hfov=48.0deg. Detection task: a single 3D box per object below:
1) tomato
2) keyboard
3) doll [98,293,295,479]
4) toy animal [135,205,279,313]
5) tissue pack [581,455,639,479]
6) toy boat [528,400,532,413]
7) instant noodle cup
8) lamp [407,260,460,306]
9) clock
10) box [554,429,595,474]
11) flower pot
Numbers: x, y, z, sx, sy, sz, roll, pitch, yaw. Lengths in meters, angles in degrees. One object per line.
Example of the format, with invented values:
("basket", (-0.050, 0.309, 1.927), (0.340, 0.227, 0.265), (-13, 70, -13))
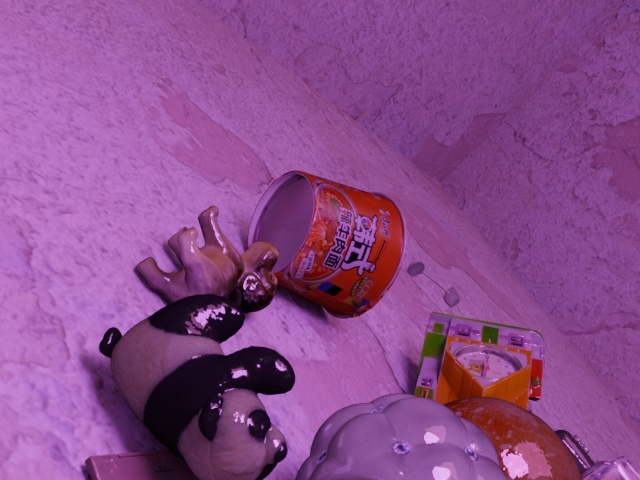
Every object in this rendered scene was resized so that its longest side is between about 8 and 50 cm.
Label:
("tomato", (0.238, 0.336, 0.987), (0.270, 0.222, 0.270), (41, -9, 8))
("keyboard", (-0.161, 0.233, 0.716), (0.166, 0.017, 0.055), (19, 35, -55))
("doll", (-0.120, 0.161, 0.744), (0.135, 0.143, 0.234), (-15, 45, -45))
("toy animal", (-0.149, 0.041, 1.035), (0.168, 0.121, 0.233), (57, 21, 3))
("tissue pack", (0.487, 0.543, 1.121), (0.125, 0.242, 0.343), (17, 32, -55))
("toy boat", (0.393, 0.337, 1.590), (0.215, 0.123, 0.330), (46, 15, -2))
("instant noodle cup", (0.000, 0.000, 1.288), (0.192, 0.250, 0.250), (21, 28, -35))
("lamp", (0.323, 0.122, 2.049), (0.198, 0.050, 0.056), (34, 22, -33))
("clock", (0.295, 0.271, 1.341), (0.235, 0.166, 0.309), (9, 23, 13))
("box", (0.505, 0.495, 1.447), (0.210, 0.148, 0.129), (55, 12, 24))
("flower pot", (0.088, 0.292, 0.792), (0.246, 0.246, 0.195), (50, 22, 15))
